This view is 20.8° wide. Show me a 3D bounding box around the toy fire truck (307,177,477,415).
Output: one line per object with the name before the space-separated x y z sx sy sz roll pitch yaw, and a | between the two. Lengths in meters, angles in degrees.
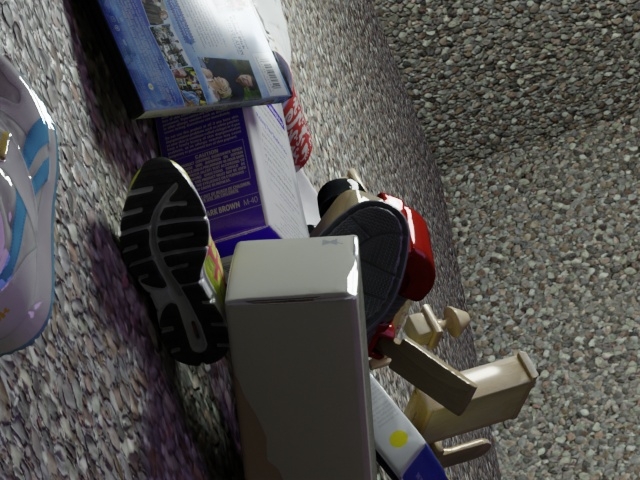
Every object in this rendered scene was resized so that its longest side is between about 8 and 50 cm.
toy fire truck | 0.077 0.078 1.993 0.246 0.217 0.158 20 38 -23

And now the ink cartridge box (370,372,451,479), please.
ink cartridge box | 0.109 0.277 2.206 0.307 0.072 0.303 49 -6 32

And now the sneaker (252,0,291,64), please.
sneaker | -0.094 -0.290 2.219 0.169 0.108 0.292 -99 169 -53

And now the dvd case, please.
dvd case | -0.138 -0.212 1.728 0.253 0.022 0.180 -13 77 -56

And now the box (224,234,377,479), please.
box | -0.012 0.163 1.663 0.148 0.121 0.311 -84 170 -67

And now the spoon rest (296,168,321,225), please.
spoon rest | 0.000 0.000 2.332 0.137 0.084 0.276 -97 167 -46

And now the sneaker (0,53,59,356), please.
sneaker | -0.224 -0.043 1.131 0.092 0.087 0.228 54 19 -57

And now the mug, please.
mug | -0.073 -0.165 2.129 0.169 0.113 0.150 61 17 -64

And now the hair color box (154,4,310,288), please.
hair color box | -0.105 -0.122 1.879 0.185 0.110 0.338 50 27 -64

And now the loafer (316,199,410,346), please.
loafer | 0.003 0.099 1.837 0.095 0.109 0.302 89 25 -81

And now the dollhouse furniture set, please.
dollhouse furniture set | 0.140 0.112 2.485 0.303 0.174 0.355 107 -37 -51

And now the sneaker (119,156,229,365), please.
sneaker | -0.133 0.009 1.601 0.094 0.081 0.208 -91 173 -59
